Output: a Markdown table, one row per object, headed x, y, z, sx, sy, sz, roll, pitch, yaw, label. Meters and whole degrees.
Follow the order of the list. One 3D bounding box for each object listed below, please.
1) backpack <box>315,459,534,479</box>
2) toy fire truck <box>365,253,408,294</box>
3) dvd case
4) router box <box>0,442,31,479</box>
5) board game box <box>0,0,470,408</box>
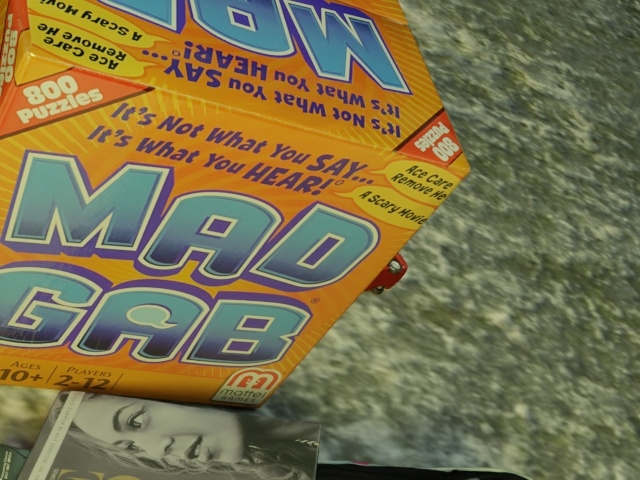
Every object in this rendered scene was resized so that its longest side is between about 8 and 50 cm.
| x | y | z | sx | sy | sz | roll | pitch | yaw | label |
| --- | --- | --- | --- | --- | --- | --- | --- | --- | --- |
| 0.040 | 0.282 | 0.802 | 0.253 | 0.191 | 0.225 | 6 | 31 | 21 | backpack |
| 0.000 | 0.000 | 1.191 | 0.192 | 0.047 | 0.135 | -3 | 52 | -42 | toy fire truck |
| -0.114 | 0.180 | 0.788 | 0.221 | 0.018 | 0.164 | 7 | 27 | 1 | dvd case |
| -0.216 | 0.224 | 0.787 | 0.092 | 0.038 | 0.122 | 19 | 41 | -23 | router box |
| -0.157 | -0.108 | 0.911 | 0.356 | 0.356 | 0.356 | 11 | 45 | -32 | board game box |
